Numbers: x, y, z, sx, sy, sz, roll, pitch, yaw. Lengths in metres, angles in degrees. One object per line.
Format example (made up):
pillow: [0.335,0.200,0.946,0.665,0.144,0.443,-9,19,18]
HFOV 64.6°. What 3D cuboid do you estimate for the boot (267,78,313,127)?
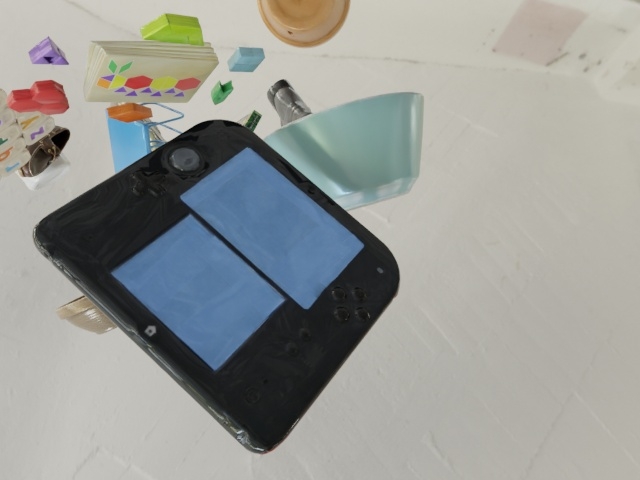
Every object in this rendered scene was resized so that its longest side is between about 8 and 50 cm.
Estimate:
boot: [-0.040,-0.332,1.601,0.118,0.338,0.223,-40,-120,6]

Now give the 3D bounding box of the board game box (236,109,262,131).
board game box: [-0.239,-0.239,1.288,0.030,0.259,0.136,31,-108,-25]

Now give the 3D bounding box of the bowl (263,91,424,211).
bowl: [0.061,-0.142,0.937,0.311,0.311,0.163,-17,-88,-32]

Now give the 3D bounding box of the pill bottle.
pill bottle: [-0.812,-0.262,1.388,0.229,0.131,0.131,53,-130,-10]

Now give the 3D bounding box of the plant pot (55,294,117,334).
plant pot: [-0.555,0.172,1.334,0.237,0.237,0.110,-29,-82,-36]

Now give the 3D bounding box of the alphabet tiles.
alphabet tiles: [-0.600,-0.166,0.901,0.021,0.284,0.278,44,-116,-5]

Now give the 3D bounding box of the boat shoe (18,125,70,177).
boat shoe: [-0.693,-0.231,1.277,0.072,0.073,0.207,3,-136,-7]

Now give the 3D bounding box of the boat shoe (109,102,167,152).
boat shoe: [-0.457,-0.245,1.246,0.120,0.122,0.324,-43,-125,0]

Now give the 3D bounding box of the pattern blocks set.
pattern blocks set: [-0.259,-0.248,0.754,0.324,0.285,0.026,-10,-98,-46]

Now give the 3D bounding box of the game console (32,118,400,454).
game console: [-0.107,0.021,0.670,0.386,0.060,0.342,41,-130,7]

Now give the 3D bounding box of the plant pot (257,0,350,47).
plant pot: [-0.055,-0.717,1.482,0.290,0.291,0.203,24,-160,-6]

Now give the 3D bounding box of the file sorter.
file sorter: [-0.327,-0.168,0.984,0.118,0.171,0.104,27,-142,30]
